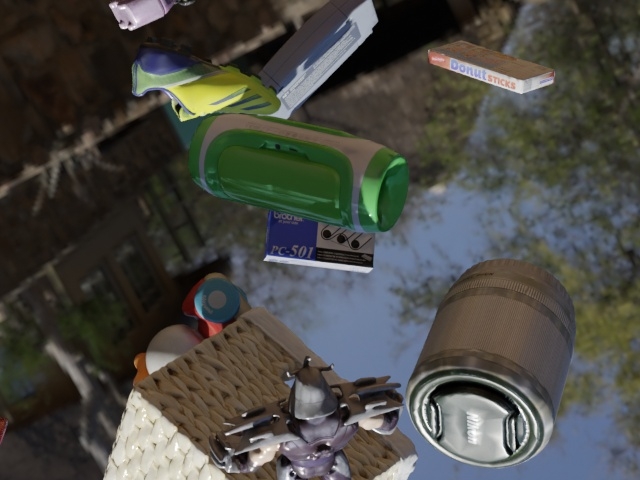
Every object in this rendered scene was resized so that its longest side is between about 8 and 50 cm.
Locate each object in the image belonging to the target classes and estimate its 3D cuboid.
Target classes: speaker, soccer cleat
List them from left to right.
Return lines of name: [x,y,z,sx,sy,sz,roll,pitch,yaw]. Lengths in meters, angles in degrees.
soccer cleat: [-0.195,-0.251,2.149,0.289,0.121,0.093,17,180,-38]
speaker: [-0.032,-0.096,1.768,0.296,0.131,0.131,15,-149,25]

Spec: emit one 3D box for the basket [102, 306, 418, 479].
basket: [-0.101,0.336,1.780,0.266,0.328,0.331,-28,152,-44]

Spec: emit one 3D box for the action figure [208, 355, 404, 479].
action figure: [-0.010,0.207,1.204,0.185,0.285,0.099,-6,-137,-5]

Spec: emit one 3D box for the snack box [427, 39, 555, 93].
snack box: [0.228,-0.235,1.712,0.064,0.022,0.178,-21,-148,-33]

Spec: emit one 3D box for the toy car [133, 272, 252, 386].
toy car: [-0.194,0.196,2.105,0.238,0.210,0.219,-38,176,-2]

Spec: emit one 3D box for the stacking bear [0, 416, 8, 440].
stacking bear: [-0.646,0.304,1.959,0.164,0.289,0.175,125,-17,-56]

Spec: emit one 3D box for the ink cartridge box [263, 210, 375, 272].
ink cartridge box: [0.000,0.000,2.426,0.207,0.097,0.046,7,165,-10]

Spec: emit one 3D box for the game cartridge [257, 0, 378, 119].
game cartridge: [-0.016,-0.343,2.373,0.297,0.062,0.198,-45,164,0]

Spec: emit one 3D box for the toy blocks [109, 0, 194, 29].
toy blocks: [-0.382,-0.374,1.606,0.260,0.309,0.288,-43,-146,-24]

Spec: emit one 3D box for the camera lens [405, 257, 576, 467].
camera lens: [0.262,0.187,1.916,0.219,0.219,0.274,-19,-153,35]
